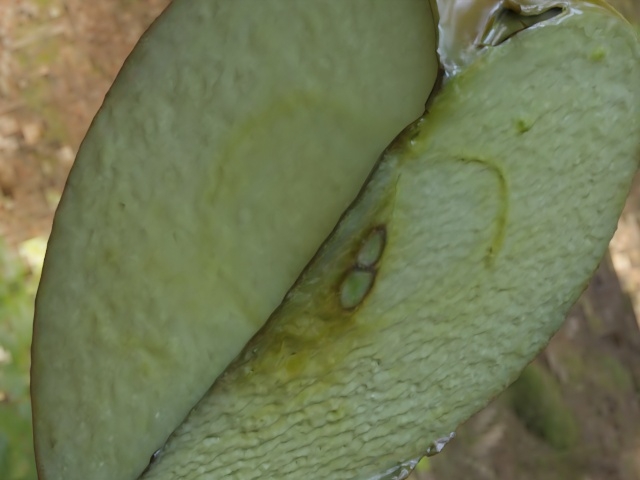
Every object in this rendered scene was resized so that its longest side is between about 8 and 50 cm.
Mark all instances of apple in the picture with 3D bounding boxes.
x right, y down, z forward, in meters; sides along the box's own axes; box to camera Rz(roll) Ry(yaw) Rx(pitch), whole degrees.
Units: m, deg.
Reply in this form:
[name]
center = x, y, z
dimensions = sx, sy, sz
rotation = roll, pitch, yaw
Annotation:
[apple]
center = 0.000, 0.000, 0.930
dimensions = 0.254, 0.346, 0.179
rotation = 35, 17, -1
